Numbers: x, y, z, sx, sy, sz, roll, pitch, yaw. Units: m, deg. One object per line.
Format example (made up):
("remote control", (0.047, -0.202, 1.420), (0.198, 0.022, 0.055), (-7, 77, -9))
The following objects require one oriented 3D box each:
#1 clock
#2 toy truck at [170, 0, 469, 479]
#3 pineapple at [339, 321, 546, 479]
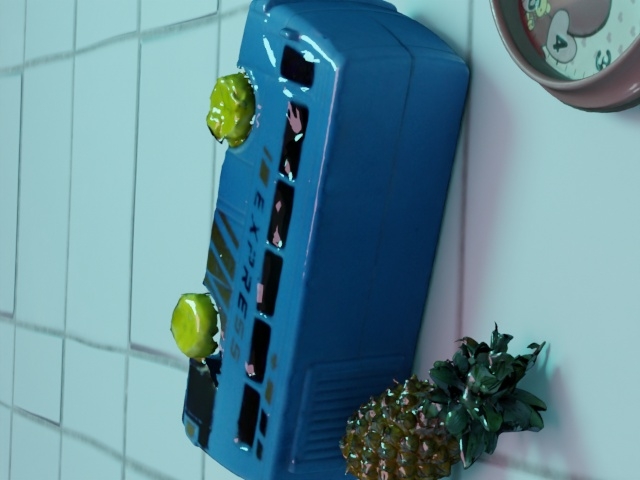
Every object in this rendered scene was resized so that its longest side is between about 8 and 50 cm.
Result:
("clock", (0.182, -0.201, 0.994), (0.244, 0.056, 0.244), (-18, 70, 63))
("toy truck", (0.000, 0.000, 1.256), (0.162, 0.161, 0.384), (29, 115, 48))
("pineapple", (0.078, 0.135, 1.146), (0.083, 0.103, 0.221), (52, 145, 3))
